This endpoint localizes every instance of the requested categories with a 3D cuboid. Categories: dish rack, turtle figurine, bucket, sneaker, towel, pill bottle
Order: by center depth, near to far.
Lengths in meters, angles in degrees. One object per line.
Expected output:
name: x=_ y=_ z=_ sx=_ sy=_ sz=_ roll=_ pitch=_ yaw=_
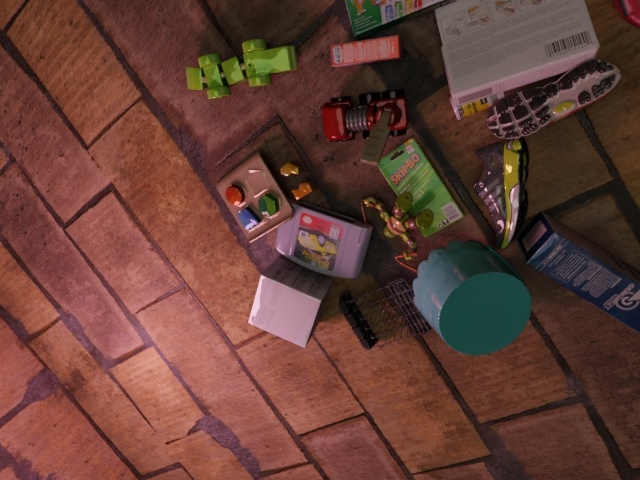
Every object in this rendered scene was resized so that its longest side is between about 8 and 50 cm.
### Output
sneaker: x=0.537 y=-0.312 z=0.961 sx=0.279 sy=0.118 sz=0.107 roll=-15 pitch=87 yaw=43
pill bottle: x=0.384 y=-0.349 z=1.014 sx=0.116 sy=0.065 sz=0.065 roll=-21 pitch=103 yaw=23
sneaker: x=0.465 y=-0.118 z=1.072 sx=0.121 sy=0.111 sz=0.299 roll=11 pitch=119 yaw=38
bucket: x=0.399 y=0.154 z=1.098 sx=0.282 sy=0.183 sz=0.281 roll=-2 pitch=112 yaw=-5
turtle figurine: x=0.230 y=-0.041 z=1.141 sx=0.269 sy=0.087 sz=0.217 roll=54 pitch=161 yaw=5
towel: x=0.271 y=0.174 z=1.287 sx=0.083 sy=0.009 sz=0.060 roll=-2 pitch=109 yaw=18
dish rack: x=0.205 y=0.225 z=1.288 sx=0.272 sy=0.074 sz=0.208 roll=-25 pitch=103 yaw=27

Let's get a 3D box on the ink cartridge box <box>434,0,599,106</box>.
ink cartridge box: x=0.428 y=-0.480 z=0.942 sx=0.297 sy=0.066 sz=0.260 roll=-12 pitch=77 yaw=22

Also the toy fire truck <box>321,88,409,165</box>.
toy fire truck: x=0.103 y=-0.282 z=1.027 sx=0.217 sy=0.246 sz=0.158 roll=-1 pitch=110 yaw=18

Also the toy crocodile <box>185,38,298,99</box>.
toy crocodile: x=-0.225 y=-0.472 z=1.146 sx=0.341 sy=0.105 sz=0.115 roll=-9 pitch=107 yaw=15

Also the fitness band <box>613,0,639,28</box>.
fitness band: x=0.705 y=-0.580 z=0.833 sx=0.209 sy=0.054 sz=0.290 roll=-21 pitch=104 yaw=21

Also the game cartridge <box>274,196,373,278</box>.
game cartridge: x=0.000 y=0.000 z=1.263 sx=0.294 sy=0.060 sz=0.195 roll=19 pitch=119 yaw=17

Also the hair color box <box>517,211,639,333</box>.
hair color box: x=0.682 y=0.081 z=1.030 sx=0.347 sy=0.174 sz=0.105 roll=32 pitch=117 yaw=3

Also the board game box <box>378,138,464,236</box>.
board game box: x=0.276 y=-0.145 z=1.146 sx=0.124 sy=0.039 sz=0.259 roll=-32 pitch=102 yaw=26

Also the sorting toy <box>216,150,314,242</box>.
sorting toy: x=-0.174 y=-0.145 z=1.243 sx=0.307 sy=0.041 sz=0.229 roll=-28 pitch=92 yaw=33

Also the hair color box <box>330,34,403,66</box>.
hair color box: x=0.119 y=-0.471 z=1.034 sx=0.167 sy=0.093 sz=0.053 roll=1 pitch=111 yaw=18

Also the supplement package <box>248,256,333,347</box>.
supplement package: x=-0.094 y=0.196 z=1.332 sx=0.203 sy=0.149 sz=0.194 roll=22 pitch=116 yaw=8

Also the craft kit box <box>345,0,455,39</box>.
craft kit box: x=0.167 y=-0.644 z=0.964 sx=0.250 sy=0.061 sz=0.246 roll=-13 pitch=99 yaw=22
